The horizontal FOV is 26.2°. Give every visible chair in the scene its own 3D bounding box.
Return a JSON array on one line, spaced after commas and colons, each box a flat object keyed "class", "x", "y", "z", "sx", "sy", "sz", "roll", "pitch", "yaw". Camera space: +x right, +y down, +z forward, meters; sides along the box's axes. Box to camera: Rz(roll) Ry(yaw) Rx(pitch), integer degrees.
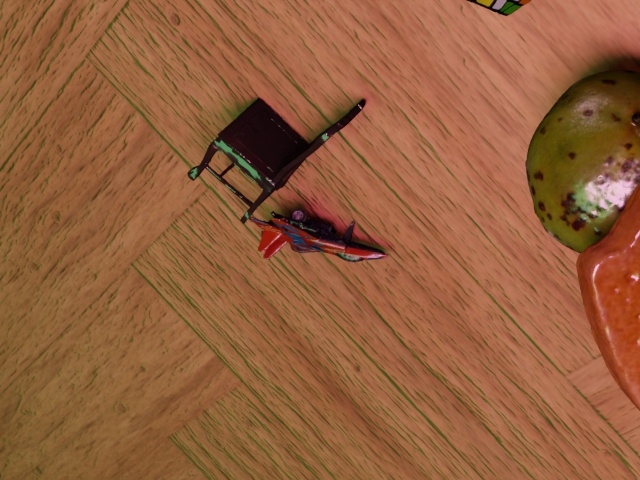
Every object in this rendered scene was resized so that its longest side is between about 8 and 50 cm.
[{"class": "chair", "x": -0.054, "y": -0.131, "z": 1.740, "sx": 0.113, "sy": 0.106, "sz": 0.229, "roll": 43, "pitch": 135, "yaw": -1}]

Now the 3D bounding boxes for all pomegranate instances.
[{"class": "pomegranate", "x": 0.319, "y": -0.067, "z": 1.461, "sx": 0.211, "sy": 0.211, "sz": 0.263, "roll": 35, "pitch": 164, "yaw": 10}]

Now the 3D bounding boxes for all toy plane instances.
[{"class": "toy plane", "x": 0.000, "y": -0.003, "z": 1.823, "sx": 0.189, "sy": 0.061, "sz": 0.130, "roll": 4, "pitch": 160, "yaw": 14}]

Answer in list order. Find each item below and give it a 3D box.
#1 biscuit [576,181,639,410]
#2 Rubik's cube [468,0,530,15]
[{"class": "biscuit", "x": 0.478, "y": 0.042, "z": 1.346, "sx": 0.455, "sy": 0.078, "sz": 0.349, "roll": 1, "pitch": 104, "yaw": -3}, {"class": "Rubik's cube", "x": 0.184, "y": -0.301, "z": 1.434, "sx": 0.112, "sy": 0.133, "sz": 0.133, "roll": -2, "pitch": 124, "yaw": 7}]
